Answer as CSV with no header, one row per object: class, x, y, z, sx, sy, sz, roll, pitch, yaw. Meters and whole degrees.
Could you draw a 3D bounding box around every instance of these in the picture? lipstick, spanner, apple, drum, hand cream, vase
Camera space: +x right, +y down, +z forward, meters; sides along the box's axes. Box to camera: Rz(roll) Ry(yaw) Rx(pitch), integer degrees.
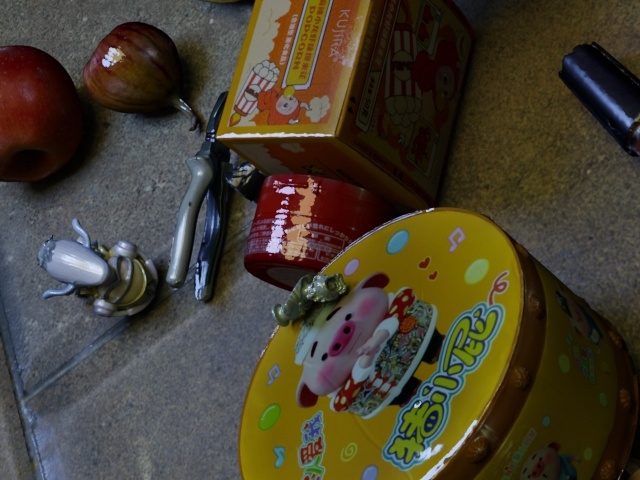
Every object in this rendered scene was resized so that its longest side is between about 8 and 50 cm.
lipstick,0.421,-0.097,1.573,0.077,0.077,0.418,-43,50,11
spanner,-0.168,-0.073,1.980,0.040,0.096,0.324,-4,67,35
apple,-0.505,-0.210,2.215,0.218,0.218,0.201,-28,62,22
drum,0.121,0.188,1.484,0.431,0.214,0.431,-33,35,27
hand cream,0.000,0.000,1.757,0.193,0.193,0.125,5,72,38
vase,-0.064,-0.134,1.958,0.167,0.059,0.059,-45,49,9

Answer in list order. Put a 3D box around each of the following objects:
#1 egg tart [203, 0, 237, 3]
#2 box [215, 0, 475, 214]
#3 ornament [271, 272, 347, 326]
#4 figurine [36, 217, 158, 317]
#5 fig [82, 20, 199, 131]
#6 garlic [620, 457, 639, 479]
egg tart,-0.116,-0.592,2.145,0.443,0.178,0.443,-18,58,31
box,0.046,-0.207,1.781,0.214,0.259,0.283,2,69,34
ornament,-0.019,0.066,1.551,0.068,0.041,0.092,-43,11,-32
figurine,-0.340,0.047,2.028,0.208,0.184,0.128,-172,103,-77
fig,-0.280,-0.273,2.140,0.202,0.148,0.149,7,110,3
garlic,0.272,0.313,1.462,0.228,0.110,0.217,-49,38,3
